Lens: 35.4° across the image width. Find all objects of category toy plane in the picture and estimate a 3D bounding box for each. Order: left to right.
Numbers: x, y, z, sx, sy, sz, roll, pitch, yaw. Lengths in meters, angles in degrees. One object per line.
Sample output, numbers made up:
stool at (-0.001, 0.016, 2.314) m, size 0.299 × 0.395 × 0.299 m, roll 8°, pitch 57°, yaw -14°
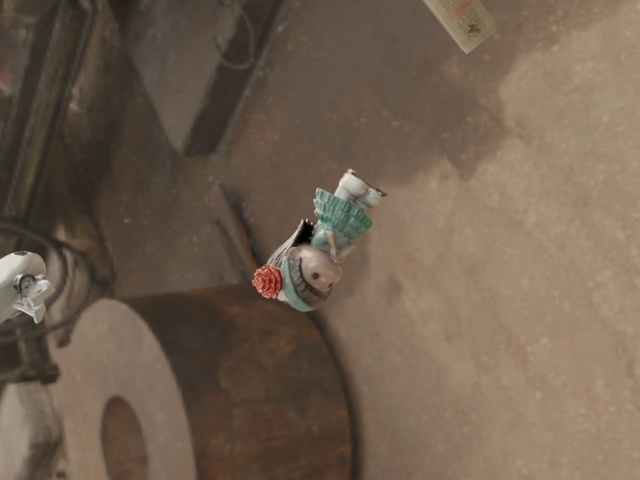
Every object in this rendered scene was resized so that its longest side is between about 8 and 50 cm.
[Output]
toy plane at (-0.433, 0.080, 1.340) m, size 0.174 × 0.174 × 0.080 m, roll 35°, pitch 151°, yaw 49°

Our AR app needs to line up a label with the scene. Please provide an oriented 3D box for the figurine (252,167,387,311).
figurine at (0.000, 0.000, 0.691) m, size 0.047 × 0.060 × 0.106 m, roll 35°, pitch 91°, yaw 38°

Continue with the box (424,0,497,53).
box at (0.054, -0.383, 1.110) m, size 0.051 × 0.204 × 0.365 m, roll -37°, pitch 68°, yaw 14°
